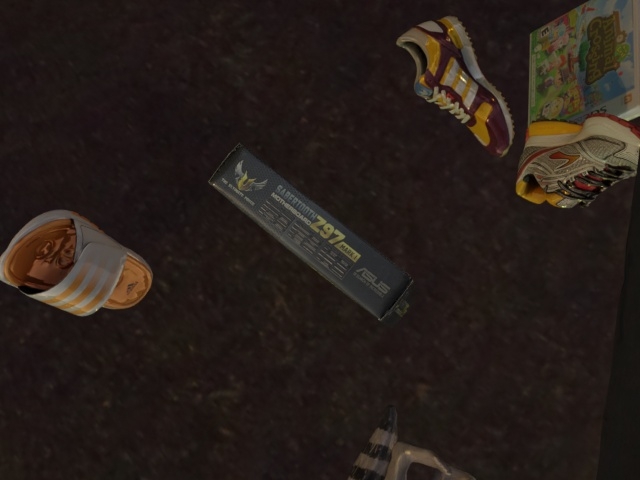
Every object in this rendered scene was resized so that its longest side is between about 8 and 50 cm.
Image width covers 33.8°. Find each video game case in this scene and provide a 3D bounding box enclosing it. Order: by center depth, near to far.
[{"bbox_3d":[0.364,-0.235,1.451,0.023,0.193,0.212,23,61,-32],"label":"video game case"}]

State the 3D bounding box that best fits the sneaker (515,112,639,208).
[{"bbox_3d":[0.283,-0.073,1.092,0.088,0.225,0.092,23,83,-19],"label":"sneaker"}]

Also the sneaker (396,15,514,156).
[{"bbox_3d":[0.156,-0.173,1.243,0.084,0.185,0.069,-22,166,-19],"label":"sneaker"}]

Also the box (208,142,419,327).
[{"bbox_3d":[0.000,0.000,1.141,0.059,0.233,0.183,-52,169,0],"label":"box"}]

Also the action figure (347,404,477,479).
[{"bbox_3d":[0.033,0.361,1.162,0.330,0.178,0.341,-47,164,0],"label":"action figure"}]

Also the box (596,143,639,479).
[{"bbox_3d":[0.359,-0.076,0.234,0.480,0.297,0.471,2,100,-15],"label":"box"}]

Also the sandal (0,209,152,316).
[{"bbox_3d":[-0.252,0.040,1.201,0.102,0.076,0.265,-55,153,4],"label":"sandal"}]
